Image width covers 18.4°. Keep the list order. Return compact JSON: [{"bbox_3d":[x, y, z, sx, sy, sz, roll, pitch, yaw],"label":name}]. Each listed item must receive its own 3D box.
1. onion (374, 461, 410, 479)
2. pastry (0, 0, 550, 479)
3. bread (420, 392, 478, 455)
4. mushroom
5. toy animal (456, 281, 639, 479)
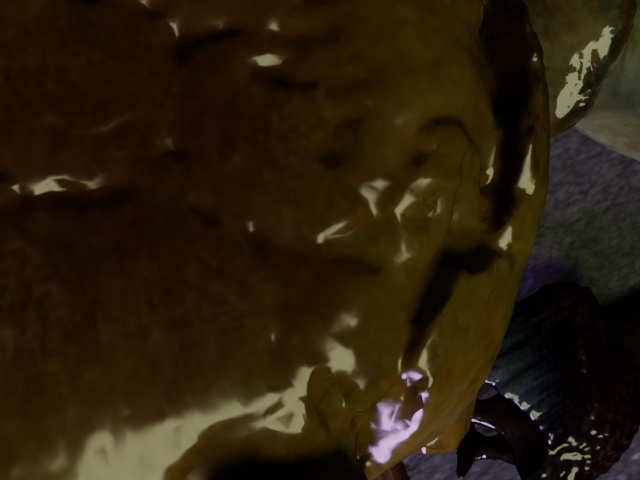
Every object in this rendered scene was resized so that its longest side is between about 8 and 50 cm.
[{"bbox_3d":[-0.076,0.174,1.063,0.230,0.256,0.272,-10,102,-40],"label":"onion"},{"bbox_3d":[-0.088,-0.027,0.751,0.356,0.356,0.164,-26,-175,0],"label":"pastry"},{"bbox_3d":[0.000,0.000,0.929,0.143,0.229,0.139,-5,116,-11],"label":"bread"},{"bbox_3d":[0.197,-0.080,1.045,0.312,0.081,0.100,12,133,-45],"label":"mushroom"},{"bbox_3d":[0.166,0.108,1.220,0.179,0.116,0.218,-23,137,-2],"label":"toy animal"}]
